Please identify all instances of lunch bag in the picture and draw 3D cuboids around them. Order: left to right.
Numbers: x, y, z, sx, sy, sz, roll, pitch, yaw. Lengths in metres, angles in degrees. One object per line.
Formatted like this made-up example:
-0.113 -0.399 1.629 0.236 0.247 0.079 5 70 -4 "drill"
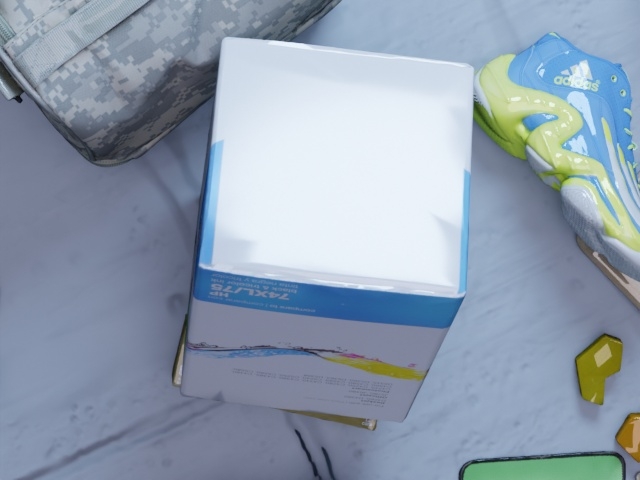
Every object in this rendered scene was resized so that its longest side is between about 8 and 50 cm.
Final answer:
-0.122 -0.211 1.506 0.305 0.256 0.212 -36 98 -1 "lunch bag"

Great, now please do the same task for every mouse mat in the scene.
0.202 0.285 1.713 0.153 0.007 0.189 -3 95 -5 "mouse mat"

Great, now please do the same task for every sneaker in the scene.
0.240 -0.081 1.621 0.126 0.091 0.240 -41 85 -6 "sneaker"

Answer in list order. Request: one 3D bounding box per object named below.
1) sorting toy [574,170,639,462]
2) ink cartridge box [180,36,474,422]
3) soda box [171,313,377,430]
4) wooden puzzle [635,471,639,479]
0.340 0.037 1.685 0.307 0.041 0.229 -44 95 7 "sorting toy"
0.000 0.000 1.504 0.197 0.270 0.198 6 64 -4 "ink cartridge box"
-0.035 0.114 1.646 0.181 0.061 0.058 13 94 -6 "soda box"
0.324 0.237 1.714 0.079 0.014 0.116 -17 97 -3 "wooden puzzle"
